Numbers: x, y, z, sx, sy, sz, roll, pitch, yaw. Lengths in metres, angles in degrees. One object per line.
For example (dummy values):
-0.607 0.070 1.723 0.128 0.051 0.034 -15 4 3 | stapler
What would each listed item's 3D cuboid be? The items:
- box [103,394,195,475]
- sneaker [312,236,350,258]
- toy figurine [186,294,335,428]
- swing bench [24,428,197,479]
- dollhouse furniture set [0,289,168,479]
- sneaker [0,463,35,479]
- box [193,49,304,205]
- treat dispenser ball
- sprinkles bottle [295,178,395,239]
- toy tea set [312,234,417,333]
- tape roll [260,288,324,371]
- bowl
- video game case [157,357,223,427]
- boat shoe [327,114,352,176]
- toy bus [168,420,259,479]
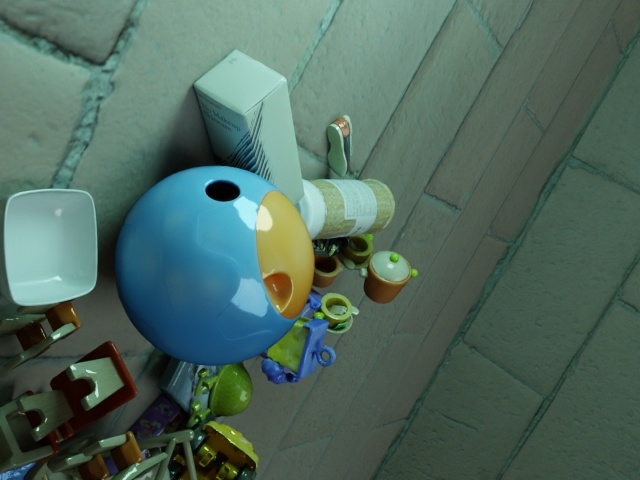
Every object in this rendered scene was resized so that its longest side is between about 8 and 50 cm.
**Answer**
-0.360 0.459 1.551 0.293 0.057 0.201 -48 153 -19 | box
0.000 0.000 1.649 0.188 0.078 0.067 -13 130 -56 | sneaker
-0.085 0.214 1.490 0.191 0.217 0.363 -18 125 -70 | toy figurine
-0.335 0.466 1.350 0.165 0.254 0.253 -78 165 -63 | swing bench
-0.346 0.222 1.103 0.259 0.262 0.135 -32 172 32 | dollhouse furniture set
-0.462 0.344 1.222 0.152 0.058 0.085 -33 141 -34 | sneaker
-0.104 -0.150 1.243 0.094 0.113 0.275 -45 152 -22 | box
-0.152 0.036 1.160 0.288 0.288 0.288 -42 152 -30 | treat dispenser ball
0.022 -0.062 1.564 0.355 0.121 0.121 -8 126 -59 | sprinkles bottle
0.044 0.074 1.682 0.336 0.200 0.124 -29 152 -37 | toy tea set
-0.060 0.191 1.765 0.189 0.080 0.189 -43 152 -30 | tape roll
-0.349 0.007 0.998 0.142 0.053 0.142 -9 99 -59 | bowl
-0.218 0.243 1.537 0.274 0.026 0.196 73 37 -58 | video game case
0.041 -0.181 1.552 0.043 0.049 0.137 -45 148 -30 | boat shoe
-0.205 0.439 1.555 0.220 0.149 0.211 -52 175 13 | toy bus
